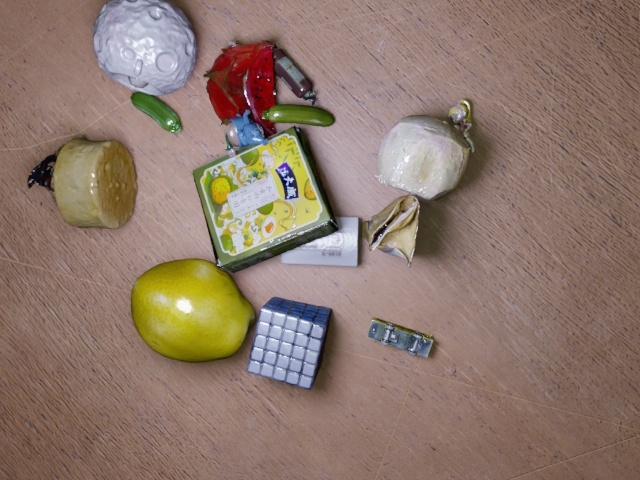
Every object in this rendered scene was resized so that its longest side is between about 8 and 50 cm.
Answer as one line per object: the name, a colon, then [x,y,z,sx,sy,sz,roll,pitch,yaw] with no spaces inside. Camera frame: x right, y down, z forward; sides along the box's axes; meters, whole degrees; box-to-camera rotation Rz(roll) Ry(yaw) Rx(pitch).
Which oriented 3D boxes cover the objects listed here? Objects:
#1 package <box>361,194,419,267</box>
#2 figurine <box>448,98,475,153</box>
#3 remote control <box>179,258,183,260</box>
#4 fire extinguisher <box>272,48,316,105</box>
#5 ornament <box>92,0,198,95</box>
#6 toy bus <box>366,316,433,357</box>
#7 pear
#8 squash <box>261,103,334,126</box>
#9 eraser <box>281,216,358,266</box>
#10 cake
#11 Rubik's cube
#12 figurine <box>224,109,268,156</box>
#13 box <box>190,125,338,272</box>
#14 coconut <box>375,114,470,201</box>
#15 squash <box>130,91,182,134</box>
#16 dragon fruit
package: [0.219,-0.044,1.685,0.165,0.311,0.221,5,97,4]
figurine: [0.487,-0.384,1.748,0.083,0.083,0.187,-19,87,8]
remote control: [-0.521,0.153,1.934,0.061,0.029,0.162,22,102,6]
fire extinguisher: [-0.092,-0.552,1.783,0.071,0.099,0.231,-42,88,27]
ornament: [-0.572,-0.655,1.713,0.337,0.337,0.337,1,95,7]
toy bus: [0.279,0.345,1.836,0.226,0.074,0.081,16,96,5]
pear: [-0.436,0.239,1.766,0.418,0.362,0.362,29,98,-8]
squash: [-0.074,-0.430,1.774,0.258,0.069,0.069,2,96,-15]
eraser: [0.000,0.000,1.826,0.270,0.095,0.174,2,92,8]
cake: [-0.845,-0.199,1.795,0.321,0.332,0.332,3,96,8]
Rubik's cube: [-0.102,0.345,1.800,0.237,0.237,0.238,13,96,6]
figurine: [-0.258,-0.347,1.706,0.144,0.178,0.114,-42,132,-22]
box: [-0.192,-0.136,1.762,0.420,0.138,0.373,-21,73,7]
coconut: [0.330,-0.269,1.668,0.297,0.297,0.254,19,101,5]
squash: [-0.587,-0.464,1.863,0.219,0.068,0.077,40,87,2]
dragon fruit: [-0.288,-0.510,1.788,0.282,0.100,0.343,6,109,21]
